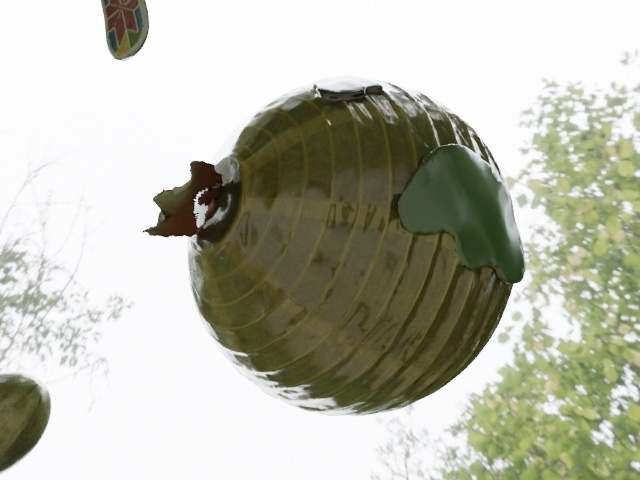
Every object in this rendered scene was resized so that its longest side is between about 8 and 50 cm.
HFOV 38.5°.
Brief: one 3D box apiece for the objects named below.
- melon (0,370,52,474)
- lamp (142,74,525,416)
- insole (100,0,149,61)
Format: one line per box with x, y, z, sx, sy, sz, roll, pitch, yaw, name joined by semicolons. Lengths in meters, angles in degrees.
-0.338;0.190;0.945;0.130;0.098;0.098;-42;-78;-8;melon
0.000;0.000;0.658;0.284;0.250;0.250;14;-83;-36;lamp
-0.174;-0.233;0.771;0.065;0.006;0.193;-31;-118;31;insole
